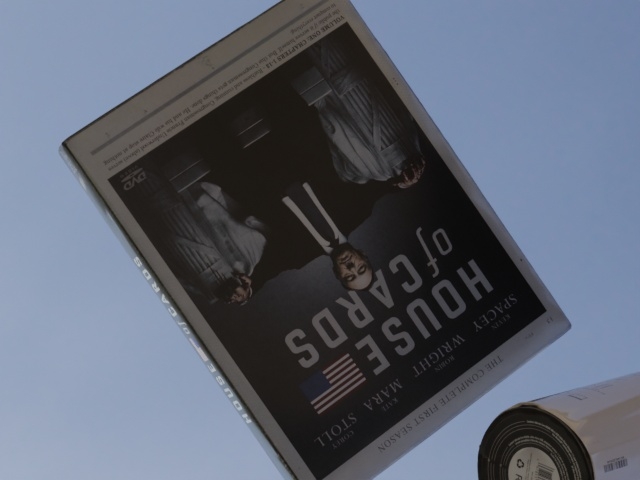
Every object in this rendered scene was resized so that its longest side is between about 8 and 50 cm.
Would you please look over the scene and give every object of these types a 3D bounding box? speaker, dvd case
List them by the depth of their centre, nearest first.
[{"bbox_3d":[0.124,0.077,0.662,0.055,0.136,0.055,9,-78,44],"label":"speaker"},{"bbox_3d":[0.000,0.000,0.927,0.179,0.238,0.029,-35,180,-16],"label":"dvd case"}]
